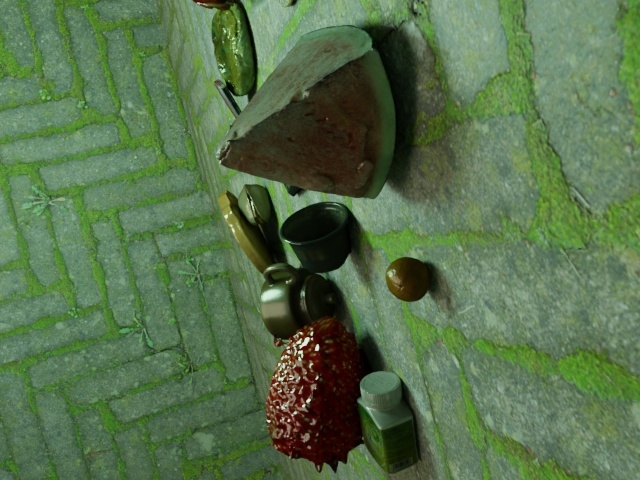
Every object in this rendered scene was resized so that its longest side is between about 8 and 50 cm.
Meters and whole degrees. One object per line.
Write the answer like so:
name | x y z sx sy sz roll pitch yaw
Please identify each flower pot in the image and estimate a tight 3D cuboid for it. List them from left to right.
flower pot | 0.000 0.000 1.362 0.157 0.157 0.106 48 161 57

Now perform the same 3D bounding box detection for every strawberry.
strawberry | -0.018 0.355 1.490 0.292 0.292 0.343 180 81 -73

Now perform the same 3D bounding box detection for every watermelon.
watermelon | -0.011 -0.209 1.052 0.250 0.293 0.283 -72 -24 -62

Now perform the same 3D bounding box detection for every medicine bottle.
medicine bottle | 0.142 0.387 1.337 0.132 0.088 0.188 -142 39 -65

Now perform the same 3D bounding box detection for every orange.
orange | 0.149 0.065 1.044 0.085 0.085 0.085 164 90 -74

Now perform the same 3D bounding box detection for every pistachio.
pistachio | -0.215 -0.117 2.032 0.113 0.113 0.149 98 151 -54

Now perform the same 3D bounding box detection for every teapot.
teapot | -0.044 0.151 1.590 0.267 0.175 0.185 55 -145 -34

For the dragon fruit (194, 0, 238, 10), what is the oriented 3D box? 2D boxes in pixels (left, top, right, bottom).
dragon fruit | -0.276 -0.704 1.485 0.315 0.250 0.250 147 107 -81

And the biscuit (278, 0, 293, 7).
biscuit | -0.081 -0.573 1.311 0.152 0.020 0.152 164 90 -75

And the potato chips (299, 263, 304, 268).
potato chips | -0.033 0.046 1.724 0.220 0.029 0.202 99 152 -49

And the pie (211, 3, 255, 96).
pie | -0.261 -0.565 1.817 0.277 0.079 0.277 162 90 -74

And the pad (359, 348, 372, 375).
pad | 0.129 0.407 1.551 0.181 0.004 0.267 125 128 -70

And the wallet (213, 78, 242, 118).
wallet | -0.254 -0.389 1.914 0.232 0.025 0.119 59 173 -33

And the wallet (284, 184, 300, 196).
wallet | -0.067 -0.217 1.552 0.321 0.044 0.170 155 97 -74

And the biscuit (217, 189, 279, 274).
biscuit | -0.247 -0.031 2.129 0.312 0.057 0.351 57 -176 -41
